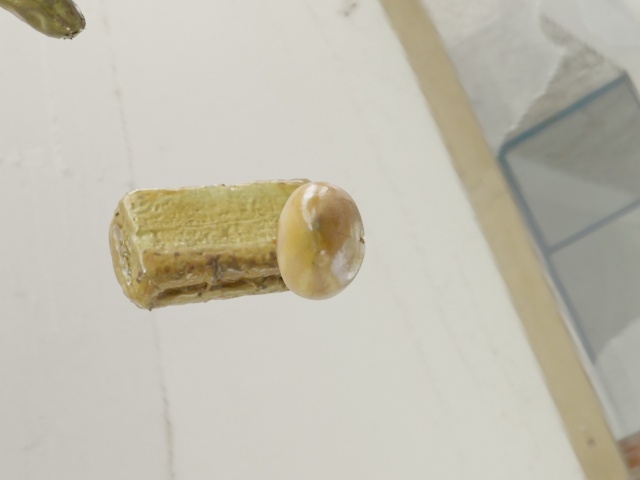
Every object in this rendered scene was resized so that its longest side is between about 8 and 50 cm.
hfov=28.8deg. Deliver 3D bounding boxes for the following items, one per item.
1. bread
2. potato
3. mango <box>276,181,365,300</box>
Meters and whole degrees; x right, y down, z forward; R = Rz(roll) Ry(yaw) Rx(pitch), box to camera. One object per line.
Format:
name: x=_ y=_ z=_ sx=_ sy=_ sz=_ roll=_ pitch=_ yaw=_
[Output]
bread: x=-0.087 y=0.002 z=1.147 sx=0.211 sy=0.083 sz=0.114 roll=-5 pitch=-126 yaw=-23
potato: x=-0.222 y=-0.189 z=0.970 sx=0.092 sy=0.046 sz=0.045 roll=36 pitch=-124 yaw=-6
mango: x=0.000 y=0.000 z=0.629 sx=0.089 sy=0.046 sz=0.060 roll=75 pitch=-159 yaw=-84
